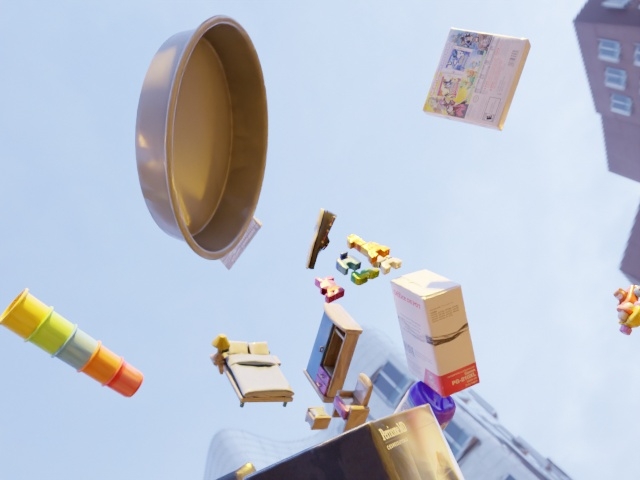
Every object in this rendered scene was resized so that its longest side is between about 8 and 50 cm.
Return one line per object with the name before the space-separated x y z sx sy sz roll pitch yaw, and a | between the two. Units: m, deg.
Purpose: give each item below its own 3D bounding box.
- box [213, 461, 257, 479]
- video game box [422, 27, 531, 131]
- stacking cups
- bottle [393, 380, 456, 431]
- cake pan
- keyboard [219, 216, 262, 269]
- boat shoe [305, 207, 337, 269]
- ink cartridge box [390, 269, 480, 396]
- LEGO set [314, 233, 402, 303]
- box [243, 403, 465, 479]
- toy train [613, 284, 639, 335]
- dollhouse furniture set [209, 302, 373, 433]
box | -0.213 0.704 1.023 0.472 0.480 0.297 -18 -40 -28
video game box | 0.350 -0.364 1.483 0.048 0.187 0.205 17 -87 -63
stacking cups | -0.523 0.233 1.393 0.096 0.096 0.316 -47 -67 -2
bottle | 0.223 0.460 1.594 0.092 0.118 0.283 -10 -43 -37
cake pan | -0.138 -0.123 0.808 0.054 0.293 0.293 6 -62 15
keyboard | -0.175 -0.007 1.306 0.072 0.256 0.014 43 -120 -1
boat shoe | 0.000 0.000 1.361 0.042 0.049 0.133 20 -104 -10
ink cartridge box | 0.253 0.200 1.470 0.100 0.172 0.237 -18 -76 -16
LEGO set | 0.075 0.043 1.462 0.227 0.093 0.087 -22 -47 -36
box | 0.091 0.374 0.802 0.183 0.294 0.296 -30 -18 15
toy train | 0.525 0.084 1.077 0.125 0.046 0.166 -53 -7 -35
dollhouse furniture set | -0.069 0.272 1.486 0.303 0.286 0.198 7 -72 -26
